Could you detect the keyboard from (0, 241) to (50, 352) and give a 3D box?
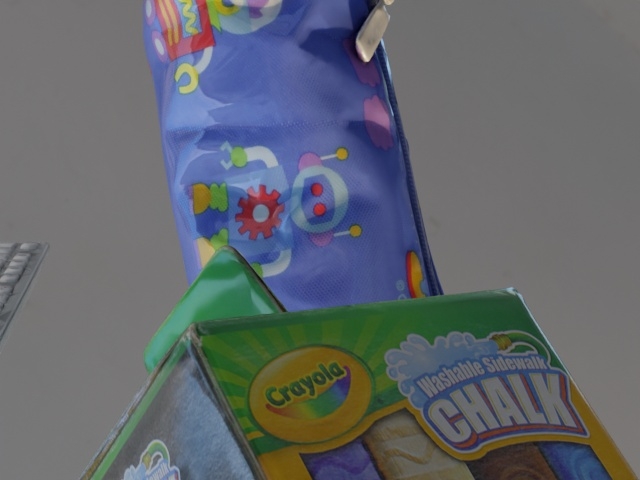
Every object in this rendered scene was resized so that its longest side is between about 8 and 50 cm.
[{"bbox_3d":[-0.126,0.027,0.370,0.072,0.014,0.256,6,-170,-7],"label":"keyboard"}]

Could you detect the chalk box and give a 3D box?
[{"bbox_3d":[0.010,0.101,0.390,0.132,0.132,0.213,-3,-127,-39],"label":"chalk box"}]

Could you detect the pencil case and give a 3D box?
[{"bbox_3d":[0.000,0.000,0.636,0.119,0.133,0.306,-2,-102,-61],"label":"pencil case"}]
